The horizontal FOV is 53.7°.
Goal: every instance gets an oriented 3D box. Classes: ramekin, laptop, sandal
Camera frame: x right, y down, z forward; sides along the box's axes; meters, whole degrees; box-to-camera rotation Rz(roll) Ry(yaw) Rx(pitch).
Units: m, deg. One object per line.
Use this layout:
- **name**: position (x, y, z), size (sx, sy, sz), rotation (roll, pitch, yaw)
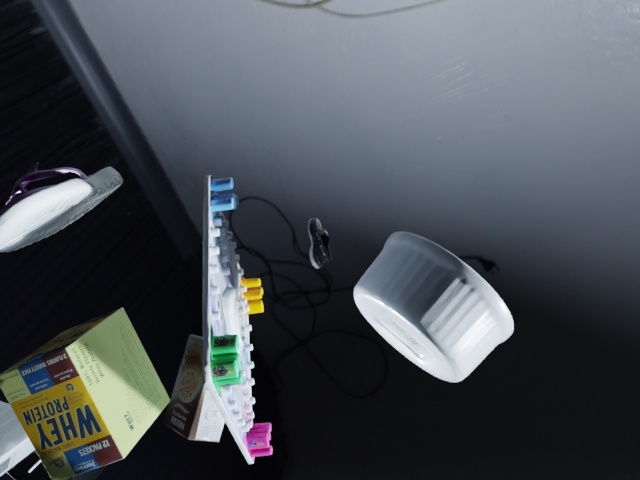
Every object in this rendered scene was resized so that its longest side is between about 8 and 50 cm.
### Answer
- **ramekin**: position (0.190, 0.126, 1.130), size (0.277, 0.135, 0.277), rotation (39, 165, 13)
- **laptop**: position (-0.772, 0.662, 1.903), size (0.264, 0.234, 0.137), rotation (50, 153, -15)
- **sandal**: position (-0.464, -0.076, 1.070), size (0.169, 0.416, 0.102), rotation (-39, 98, 4)

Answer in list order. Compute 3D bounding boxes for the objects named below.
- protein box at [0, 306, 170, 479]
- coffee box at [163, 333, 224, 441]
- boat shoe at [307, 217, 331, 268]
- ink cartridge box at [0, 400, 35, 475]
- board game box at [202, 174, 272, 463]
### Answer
- **protein box**: position (-0.388, 0.252, 1.066), size (0.136, 0.201, 0.199), rotation (-23, 98, 12)
- **coffee box**: position (-0.308, 0.388, 1.673), size (0.098, 0.246, 0.141), rotation (21, 171, -40)
- **boat shoe**: position (0.000, 0.000, 1.255), size (0.038, 0.125, 0.046), rotation (-24, 130, 20)
- **ink cartridge box**: position (-0.774, 0.430, 1.411), size (0.239, 0.275, 0.060), rotation (18, 94, 2)
- **board game box**: position (-0.143, 0.146, 1.129), size (0.051, 0.389, 0.389), rotation (-7, 143, -1)
